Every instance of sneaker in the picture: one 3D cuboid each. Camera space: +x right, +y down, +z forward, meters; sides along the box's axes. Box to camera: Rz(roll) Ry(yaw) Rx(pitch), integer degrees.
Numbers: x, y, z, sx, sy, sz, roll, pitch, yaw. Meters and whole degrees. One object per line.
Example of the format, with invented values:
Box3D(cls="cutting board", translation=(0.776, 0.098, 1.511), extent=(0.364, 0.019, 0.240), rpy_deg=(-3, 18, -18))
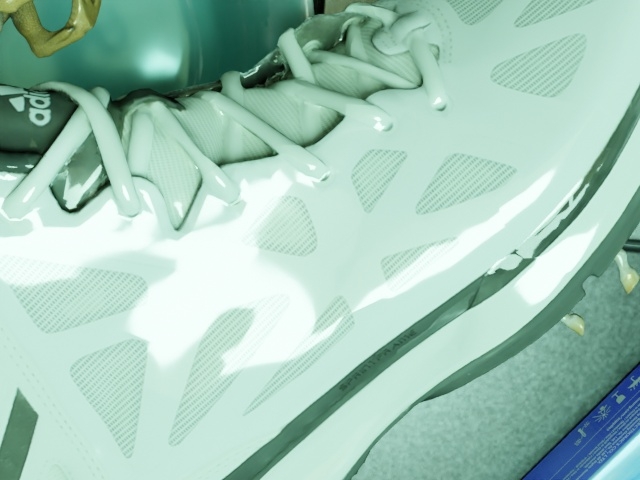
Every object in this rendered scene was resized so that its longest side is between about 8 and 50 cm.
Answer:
Box3D(cls="sneaker", translation=(-0.033, -0.034, 0.456), extent=(0.257, 0.169, 0.447), rpy_deg=(36, 96, -34))

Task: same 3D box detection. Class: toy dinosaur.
Box3D(cls="toy dinosaur", translation=(-0.171, -0.108, 0.515), extent=(0.112, 0.064, 0.211), rpy_deg=(-6, 91, 14))

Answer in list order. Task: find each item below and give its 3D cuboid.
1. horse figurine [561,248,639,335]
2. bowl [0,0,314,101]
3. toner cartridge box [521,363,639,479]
Box3D(cls="horse figurine", translation=(0.164, -0.059, 0.695), extent=(0.174, 0.066, 0.263), rpy_deg=(36, 106, 3))
Box3D(cls="bowl", translation=(-0.162, -0.113, 0.619), extent=(0.312, 0.163, 0.311), rpy_deg=(-1, 100, -4))
Box3D(cls="toner cartridge box", translation=(0.221, 0.224, 0.753), extent=(0.165, 0.075, 0.348), rpy_deg=(43, 94, -9))
